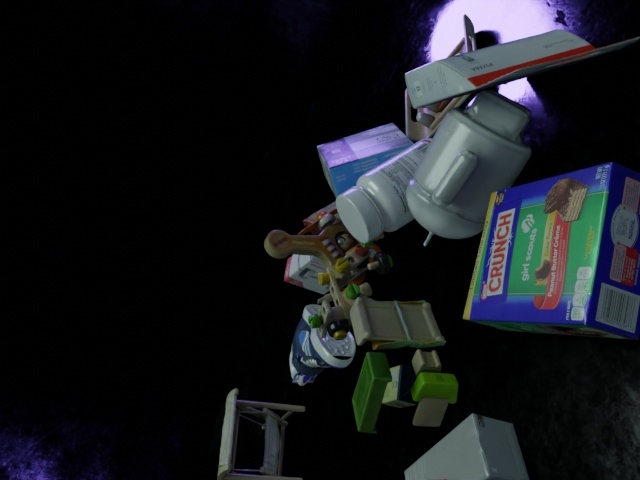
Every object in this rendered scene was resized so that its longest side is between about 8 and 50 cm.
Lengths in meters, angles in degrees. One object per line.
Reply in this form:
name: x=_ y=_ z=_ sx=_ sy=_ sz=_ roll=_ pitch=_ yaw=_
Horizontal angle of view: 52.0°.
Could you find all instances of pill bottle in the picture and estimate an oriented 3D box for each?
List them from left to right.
pill bottle: x=0.189 y=-0.121 z=1.615 sx=0.283 sy=0.160 sz=0.160 roll=-32 pitch=12 yaw=-17

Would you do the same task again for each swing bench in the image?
swing bench: x=-0.195 y=0.627 z=2.023 sx=0.165 sy=0.255 sz=0.253 roll=-51 pitch=27 yaw=44

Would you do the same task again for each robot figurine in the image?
robot figurine: x=0.320 y=-0.150 z=1.441 sx=0.300 sy=0.200 sz=0.353 roll=-22 pitch=-37 yaw=-62

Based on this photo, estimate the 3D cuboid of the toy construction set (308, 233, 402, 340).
toy construction set: x=0.053 y=0.152 z=1.738 sx=0.309 sy=0.237 sz=0.257 roll=138 pitch=114 yaw=-71

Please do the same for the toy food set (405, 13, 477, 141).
toy food set: x=0.331 y=-0.451 z=1.843 sx=0.306 sy=0.093 sz=0.219 roll=-48 pitch=30 yaw=47

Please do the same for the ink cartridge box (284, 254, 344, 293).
ink cartridge box: x=-0.003 y=0.085 z=2.146 sx=0.218 sy=0.159 sz=0.092 roll=-42 pitch=33 yaw=55

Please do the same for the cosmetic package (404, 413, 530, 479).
cosmetic package: x=0.263 y=0.437 z=1.210 sx=0.238 sy=0.107 sz=0.127 roll=-52 pitch=28 yaw=37

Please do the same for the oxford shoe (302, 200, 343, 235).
oxford shoe: x=0.039 y=-0.067 z=2.296 sx=0.130 sy=0.123 sz=0.348 roll=-48 pitch=14 yaw=-13

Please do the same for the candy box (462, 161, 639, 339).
candy box: x=0.411 y=0.028 z=1.152 sx=0.317 sy=0.122 sz=0.268 roll=165 pitch=122 yaw=-68

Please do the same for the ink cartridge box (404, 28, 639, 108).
ink cartridge box: x=0.390 y=-0.365 z=1.303 sx=0.385 sy=0.308 sz=0.091 roll=-177 pitch=70 yaw=-71

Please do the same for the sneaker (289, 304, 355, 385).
sneaker: x=-0.003 y=0.362 z=1.978 sx=0.323 sy=0.130 sz=0.236 roll=-127 pitch=48 yaw=-61

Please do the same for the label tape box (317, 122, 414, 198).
label tape box: x=0.143 y=-0.212 z=1.861 sx=0.347 sy=0.249 sz=0.115 roll=-111 pitch=4 yaw=-67

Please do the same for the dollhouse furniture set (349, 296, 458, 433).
dollhouse furniture set: x=0.173 y=0.276 z=1.494 sx=0.301 sy=0.198 sz=0.151 roll=-101 pitch=19 yaw=-59

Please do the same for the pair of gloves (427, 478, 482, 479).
pair of gloves: x=0.256 y=0.480 z=1.115 sx=0.198 sy=0.023 sz=0.159 roll=-18 pitch=91 yaw=42

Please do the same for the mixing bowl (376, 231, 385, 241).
mixing bowl: x=0.156 y=-0.097 z=1.924 sx=0.098 sy=0.181 sz=0.181 roll=-33 pitch=25 yaw=1

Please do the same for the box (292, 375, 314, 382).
box: x=-0.049 y=0.427 z=2.156 sx=0.136 sy=0.028 sz=0.081 roll=147 pitch=138 yaw=-63

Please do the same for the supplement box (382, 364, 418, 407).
supplement box: x=0.189 y=0.346 z=1.549 sx=0.083 sy=0.056 sz=0.083 roll=-37 pitch=39 yaw=57

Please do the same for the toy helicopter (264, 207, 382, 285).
toy helicopter: x=0.000 y=0.000 z=1.924 sx=0.140 sy=0.355 sz=0.234 roll=-48 pitch=47 yaw=49
